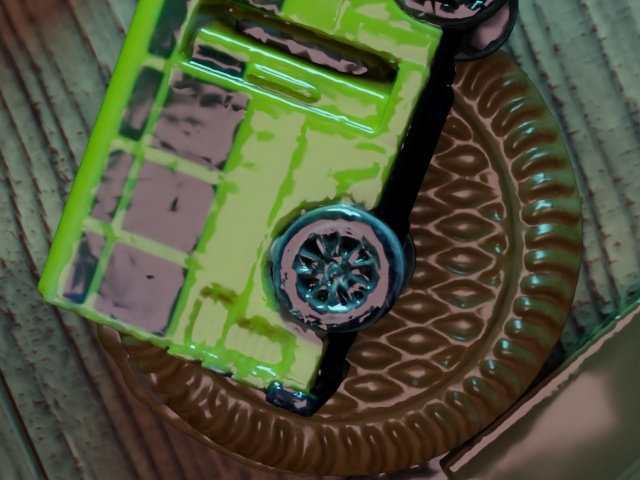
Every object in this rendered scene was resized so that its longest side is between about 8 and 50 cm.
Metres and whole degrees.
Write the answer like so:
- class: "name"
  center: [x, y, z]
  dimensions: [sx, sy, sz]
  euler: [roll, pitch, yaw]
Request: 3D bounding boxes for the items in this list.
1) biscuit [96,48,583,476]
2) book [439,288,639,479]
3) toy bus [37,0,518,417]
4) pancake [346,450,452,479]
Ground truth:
- class: "biscuit"
  center: [0.000, 0.000, 0.626]
  dimensions: [0.259, 0.079, 0.259]
  euler: [1, 97, 7]
- class: "book"
  center: [0.244, 0.091, 0.620]
  dimensions: [0.310, 0.021, 0.217]
  euler: [-41, 93, 2]
- class: "toy bus"
  center: [-0.006, -0.077, 0.514]
  dimensions: [0.150, 0.128, 0.262]
  euler: [21, 94, 7]
- class: "pancake"
  center: [0.109, 0.230, 0.673]
  dimensions: [0.286, 0.033, 0.288]
  euler: [5, 99, 4]
